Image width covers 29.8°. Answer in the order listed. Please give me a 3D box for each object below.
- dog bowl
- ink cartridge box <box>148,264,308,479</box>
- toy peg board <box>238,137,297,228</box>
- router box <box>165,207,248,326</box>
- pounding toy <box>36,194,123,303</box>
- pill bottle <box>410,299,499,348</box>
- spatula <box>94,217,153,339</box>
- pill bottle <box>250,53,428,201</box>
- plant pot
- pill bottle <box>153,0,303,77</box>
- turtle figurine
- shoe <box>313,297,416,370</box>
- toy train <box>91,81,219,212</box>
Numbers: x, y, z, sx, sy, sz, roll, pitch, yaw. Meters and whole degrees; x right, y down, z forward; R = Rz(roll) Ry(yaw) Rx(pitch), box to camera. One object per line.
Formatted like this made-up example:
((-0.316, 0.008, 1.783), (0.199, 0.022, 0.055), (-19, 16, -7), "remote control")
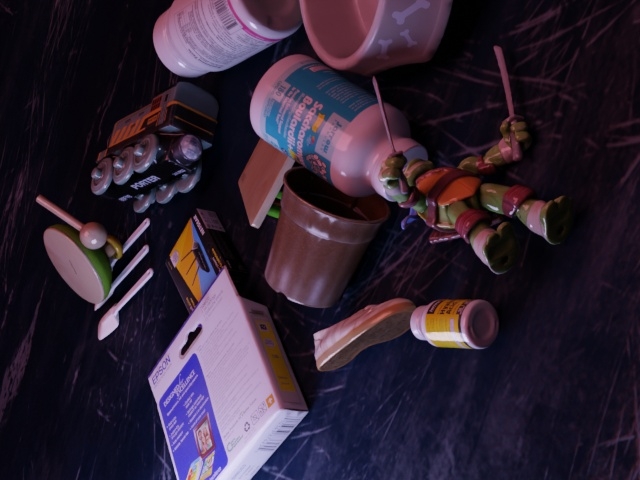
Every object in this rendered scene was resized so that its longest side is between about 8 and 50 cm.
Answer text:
((0.071, -0.404, 1.770), (0.349, 0.102, 0.348), (176, 90, -65), "dog bowl")
((-0.164, 0.255, 2.008), (0.303, 0.072, 0.307), (-53, 40, 31), "ink cartridge box")
((-0.057, -0.114, 1.979), (0.161, 0.079, 0.160), (-60, 24, 21), "toy peg board")
((-0.204, 0.049, 2.134), (0.133, 0.046, 0.179), (-59, 40, 25), "router box")
((-0.458, 0.006, 2.405), (0.183, 0.110, 0.237), (35, 147, 26), "pounding toy")
((0.175, 0.110, 1.595), (0.116, 0.065, 0.065), (-5, 76, 53), "pill bottle")
((-0.395, 0.076, 2.411), (0.242, 0.019, 0.168), (-42, 44, 37), "spatula")
((0.031, -0.159, 1.768), (0.264, 0.146, 0.146), (35, 109, 32), "pill bottle")
((0.000, 0.000, 1.795), (0.167, 0.167, 0.165), (50, 128, 47), "plant pot")
((-0.166, -0.391, 2.116), (0.283, 0.160, 0.160), (-17, 67, 50), "pill bottle")
((0.186, -0.096, 1.533), (0.266, 0.198, 0.274), (41, 116, 46), "turtle figurine")
((0.057, 0.125, 1.738), (0.219, 0.077, 0.058), (-37, 57, 44), "shoe")
((-0.318, -0.175, 2.290), (0.334, 0.142, 0.190), (-18, 54, 52), "toy train")
